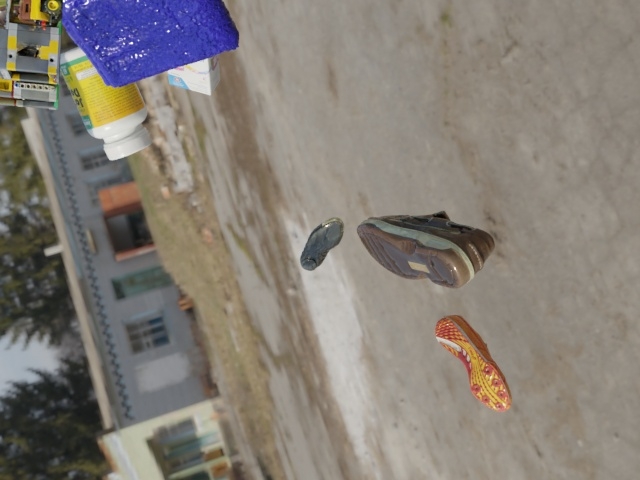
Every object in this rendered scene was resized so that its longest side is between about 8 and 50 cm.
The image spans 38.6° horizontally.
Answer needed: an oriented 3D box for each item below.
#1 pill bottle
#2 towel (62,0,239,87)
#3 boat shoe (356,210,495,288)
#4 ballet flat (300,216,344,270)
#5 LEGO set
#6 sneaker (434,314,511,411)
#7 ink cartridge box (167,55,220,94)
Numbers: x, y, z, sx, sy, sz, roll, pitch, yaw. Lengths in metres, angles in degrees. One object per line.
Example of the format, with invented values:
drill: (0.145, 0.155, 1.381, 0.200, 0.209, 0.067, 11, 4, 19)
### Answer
pill bottle: (-0.389, -0.260, 1.674, 0.117, 0.118, 0.208, -140, 28, -70)
towel: (-0.268, -0.333, 1.184, 0.308, 0.228, 0.076, 54, -147, -46)
boat shoe: (0.155, 0.003, 1.319, 0.257, 0.095, 0.095, 23, 146, 56)
ballet flat: (0.000, 0.000, 1.744, 0.173, 0.058, 0.049, 126, 161, -53)
LEGO set: (-0.356, -0.248, 0.910, 0.331, 0.192, 0.254, -146, 61, -71)
sneaker: (0.252, 0.188, 1.438, 0.064, 0.067, 0.175, -43, 68, 35)
ink cartridge box: (-0.237, -0.338, 1.686, 0.122, 0.089, 0.052, 93, -164, -52)
